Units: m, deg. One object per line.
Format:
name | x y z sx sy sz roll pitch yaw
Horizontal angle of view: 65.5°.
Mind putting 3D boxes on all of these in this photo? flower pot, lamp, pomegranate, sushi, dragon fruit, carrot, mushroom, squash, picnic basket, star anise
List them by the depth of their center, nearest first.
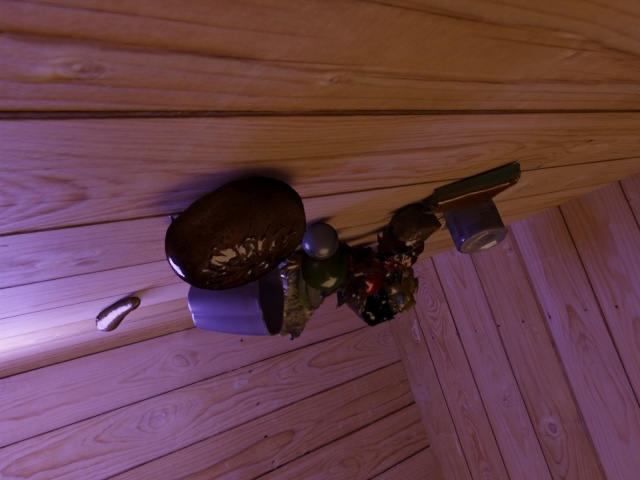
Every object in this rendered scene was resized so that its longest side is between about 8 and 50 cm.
mushroom | -0.154 -0.004 0.913 0.278 0.163 0.297 -22 171 22
lamp | 0.000 0.000 1.372 0.105 0.105 0.105 -17 170 -3
flower pot | -0.256 0.176 1.514 0.243 0.265 0.265 -10 172 11
picnic basket | 0.281 -0.032 1.601 0.138 0.128 0.178 -4 146 -44
pomegranate | -0.018 0.073 1.606 0.224 0.181 0.181 5 169 -1
carrot | -0.647 0.227 1.620 0.298 0.078 0.078 -30 165 39
squash | -0.024 0.134 1.781 0.041 0.219 0.219 3 178 22
star anise | 0.118 0.123 1.797 0.349 0.292 0.109 36 156 -34
dragon fruit | 0.291 0.022 1.831 0.182 0.188 0.182 16 169 3
pomegranate | 0.166 0.130 2.096 0.210 0.210 0.235 -12 -165 -29
sushi | 0.298 0.207 2.309 0.285 0.327 0.329 -20 176 15

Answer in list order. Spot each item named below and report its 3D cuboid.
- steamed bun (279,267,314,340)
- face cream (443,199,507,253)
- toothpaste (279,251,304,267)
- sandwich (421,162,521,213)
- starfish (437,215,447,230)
steamed bun | -0.138 0.179 1.828 0.273 0.272 0.290 22 -177 18
face cream | 0.531 -0.057 1.715 0.177 0.153 0.177 -13 154 -7
toothpaste | -0.089 0.060 1.745 0.067 0.043 0.194 -26 173 30
sandwich | 0.428 -0.141 1.455 0.212 0.063 0.245 -11 167 -25
starfish | 0.500 -0.092 1.853 0.176 0.053 0.208 -14 151 -12
